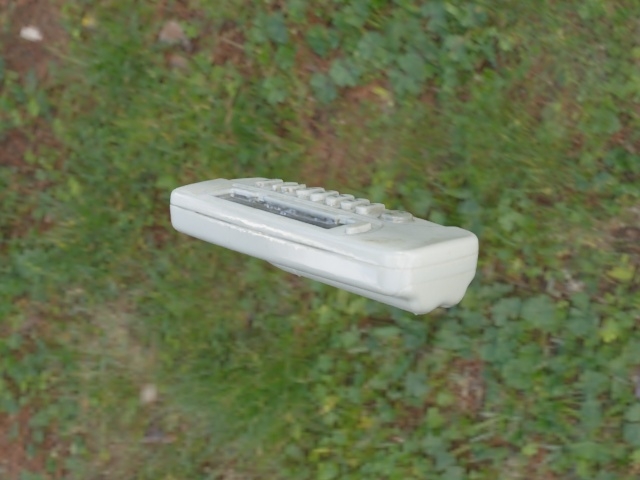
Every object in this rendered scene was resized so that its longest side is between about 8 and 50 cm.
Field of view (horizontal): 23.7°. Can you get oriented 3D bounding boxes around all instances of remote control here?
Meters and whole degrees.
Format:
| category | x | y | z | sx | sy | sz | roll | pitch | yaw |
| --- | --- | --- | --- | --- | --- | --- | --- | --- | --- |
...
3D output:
| category | x | y | z | sx | sy | sz | roll | pitch | yaw |
| --- | --- | --- | --- | --- | --- | --- | --- | --- | --- |
| remote control | 0.000 | -0.001 | 0.999 | 0.230 | 0.090 | 0.049 | 18 | 113 | 46 |
